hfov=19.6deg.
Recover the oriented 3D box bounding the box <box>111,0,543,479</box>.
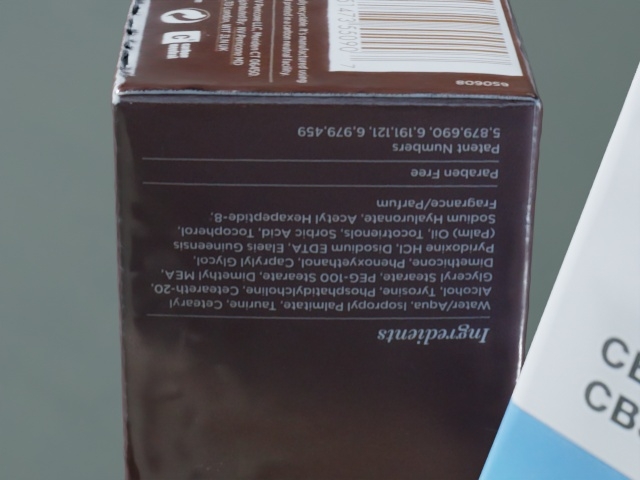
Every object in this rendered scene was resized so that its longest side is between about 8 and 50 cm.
[{"bbox_3d":[0.000,0.000,0.807,0.167,0.203,0.168,1,25,-1],"label":"box"}]

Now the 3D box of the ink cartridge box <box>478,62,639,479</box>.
[{"bbox_3d":[0.184,-0.008,0.344,0.198,0.270,0.197,31,25,30],"label":"ink cartridge box"}]
